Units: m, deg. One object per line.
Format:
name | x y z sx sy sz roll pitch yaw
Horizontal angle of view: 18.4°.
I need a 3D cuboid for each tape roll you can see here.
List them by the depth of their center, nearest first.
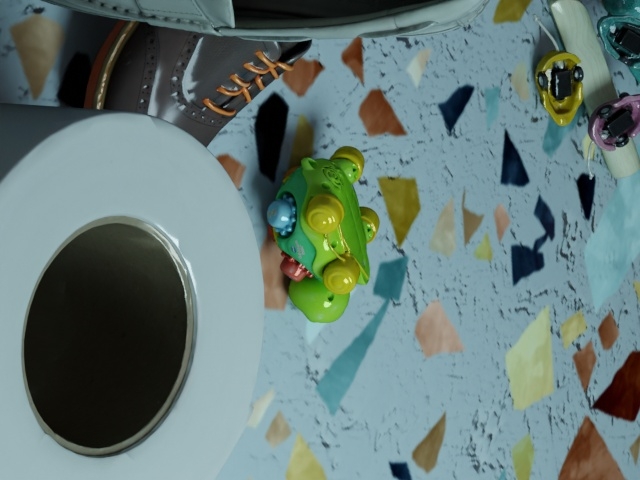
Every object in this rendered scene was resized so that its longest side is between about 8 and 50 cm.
tape roll | -0.172 0.045 1.100 0.246 0.169 0.246 -10 103 -50

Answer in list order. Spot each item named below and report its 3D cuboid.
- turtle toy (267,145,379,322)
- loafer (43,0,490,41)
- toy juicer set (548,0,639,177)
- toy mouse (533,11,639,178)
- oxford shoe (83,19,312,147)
turtle toy | 0.000 0.000 1.384 0.095 0.066 0.130 -65 146 -57
loafer | -0.058 -0.171 1.119 0.111 0.319 0.112 -89 -178 -78
toy juicer set | 0.329 -0.156 1.758 0.329 0.089 0.209 -15 118 -23
toy mouse | 0.245 -0.135 1.651 0.143 0.031 0.161 -17 116 -15
oxford shoe | -0.069 -0.113 1.223 0.097 0.098 0.271 0 114 -60
